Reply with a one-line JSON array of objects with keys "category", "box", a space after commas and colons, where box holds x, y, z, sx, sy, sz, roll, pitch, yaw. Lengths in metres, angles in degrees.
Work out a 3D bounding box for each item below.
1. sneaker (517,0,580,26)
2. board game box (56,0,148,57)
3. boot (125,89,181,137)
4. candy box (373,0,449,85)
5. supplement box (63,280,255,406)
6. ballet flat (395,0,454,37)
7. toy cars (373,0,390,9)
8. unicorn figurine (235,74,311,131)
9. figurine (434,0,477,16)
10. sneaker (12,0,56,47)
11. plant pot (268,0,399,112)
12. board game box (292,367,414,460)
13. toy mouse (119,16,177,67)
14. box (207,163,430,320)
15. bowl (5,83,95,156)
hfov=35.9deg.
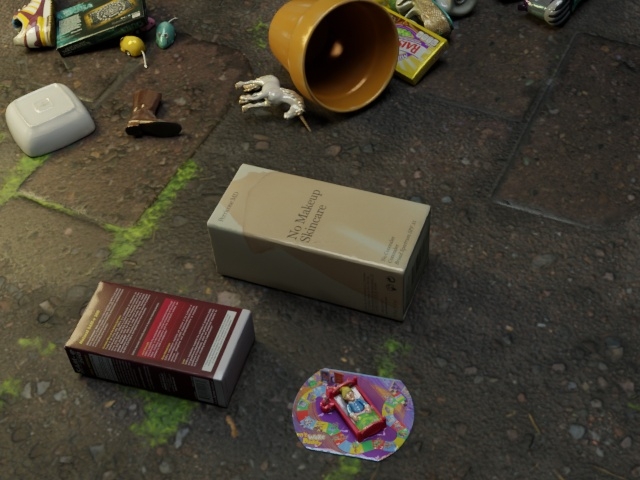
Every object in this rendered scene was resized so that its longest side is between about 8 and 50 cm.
[{"category": "sneaker", "box": [0.483, -0.513, 1.955, 0.098, 0.083, 0.224, 27, 56, 30]}, {"category": "board game box", "box": [-0.437, -0.442, 1.973, 0.186, 0.026, 0.126, -19, 48, 5]}, {"category": "boot", "box": [-0.298, -0.237, 1.803, 0.107, 0.037, 0.114, 2, 44, 3]}, {"category": "candy box", "box": [0.132, -0.380, 1.877, 0.206, 0.027, 0.105, 35, 81, 29]}, {"category": "supplement box", "box": [-0.229, 0.147, 1.428, 0.240, 0.073, 0.130, 11, 49, 13]}, {"category": "ballet flat", "box": [0.187, -0.460, 1.942, 0.067, 0.073, 0.206, -28, 47, -1]}, {"category": "toy cars", "box": [0.080, -0.601, 2.059, 0.177, 0.087, 0.393, 6, 49, 10]}, {"category": "unicorn figurine", "box": [-0.091, -0.259, 1.786, 0.111, 0.060, 0.161, -13, 49, -6]}, {"category": "figurine", "box": [0.295, -0.553, 2.011, 0.215, 0.092, 0.209, -20, 42, -12]}, {"category": "sneaker", "box": [-0.580, -0.460, 1.998, 0.084, 0.069, 0.185, -6, 47, -8]}, {"category": "plant pot", "box": [0.006, -0.356, 1.789, 0.205, 0.205, 0.188, -29, 37, -20]}, {"category": "board game box", "box": [0.044, 0.230, 1.359, 0.169, 0.033, 0.133, 8, 49, 12]}, {"category": "toy mouse", "box": [-0.341, -0.421, 1.970, 0.143, 0.031, 0.161, -37, 55, -25]}, {"category": "box", "box": [0.000, 0.000, 1.508, 0.311, 0.121, 0.148, 13, 51, 15]}, {"category": "bowl", "box": [-0.497, -0.228, 1.797, 0.142, 0.053, 0.142, -28, 51, -17]}]
